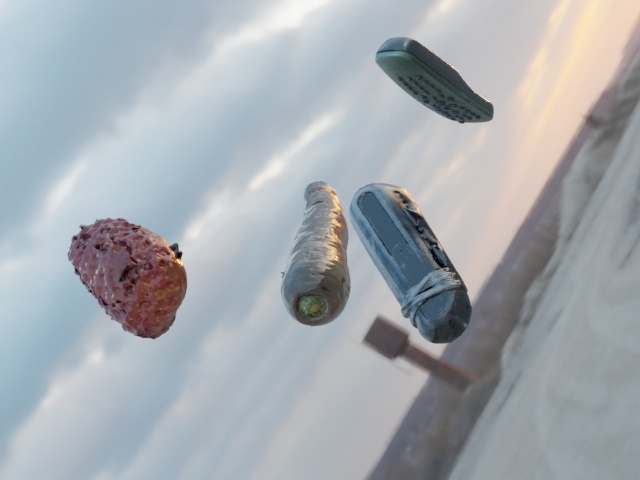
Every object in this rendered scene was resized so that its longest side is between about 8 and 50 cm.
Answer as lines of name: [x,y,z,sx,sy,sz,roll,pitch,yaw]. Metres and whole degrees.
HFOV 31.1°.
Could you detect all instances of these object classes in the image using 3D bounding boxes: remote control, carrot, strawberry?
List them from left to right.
strawberry: [-0.234,0.039,1.315,0.082,0.188,0.121,-1,-69,-52]
carrot: [0.000,0.000,0.808,0.191,0.047,0.047,-83,17,-63]
remote control: [0.105,0.020,1.426,0.066,0.266,0.090,27,-66,-39]
remote control: [0.146,-0.197,1.458,0.222,0.072,0.042,27,-109,-49]
